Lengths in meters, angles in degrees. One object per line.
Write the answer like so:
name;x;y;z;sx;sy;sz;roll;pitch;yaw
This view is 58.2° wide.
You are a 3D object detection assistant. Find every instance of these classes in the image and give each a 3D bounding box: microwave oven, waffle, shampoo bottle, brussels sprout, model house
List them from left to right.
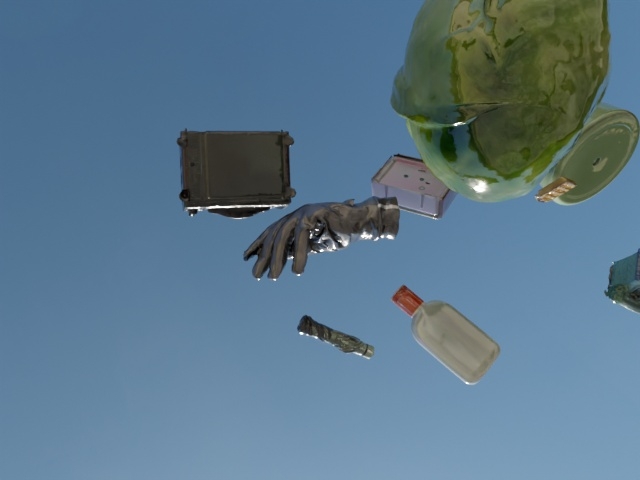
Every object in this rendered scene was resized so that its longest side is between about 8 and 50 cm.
microwave oven;-0.193;-0.147;1.287;0.247;0.178;0.188;-2;-91;-14
shampoo bottle;0.231;0.169;1.097;0.221;0.051;0.108;40;-118;15
brussels sprout;0.300;-0.263;1.010;0.342;0.425;0.361;18;-133;4
waffle;0.584;-0.124;1.434;0.135;0.092;0.021;-1;-117;-54
model house;0.678;0.070;1.142;0.148;0.148;0.119;25;-122;2

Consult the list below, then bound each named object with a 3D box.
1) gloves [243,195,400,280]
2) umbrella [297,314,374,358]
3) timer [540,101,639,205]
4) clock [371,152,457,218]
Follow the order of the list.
gloves;0.002;-0.010;1.008;0.286;0.142;0.119;-21;-104;-5
umbrella;0.035;0.227;1.315;0.188;0.050;0.046;26;-56;-12
timer;0.665;-0.303;1.616;0.291;0.315;0.290;-18;-43;-17
clock;0.242;-0.139;1.459;0.144;0.193;0.073;-49;-35;-37
